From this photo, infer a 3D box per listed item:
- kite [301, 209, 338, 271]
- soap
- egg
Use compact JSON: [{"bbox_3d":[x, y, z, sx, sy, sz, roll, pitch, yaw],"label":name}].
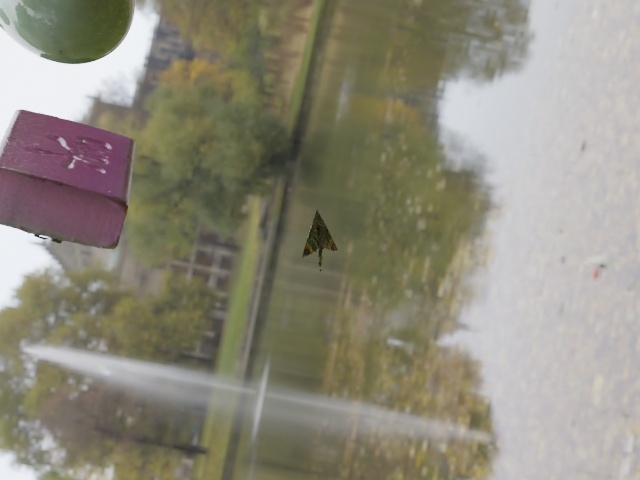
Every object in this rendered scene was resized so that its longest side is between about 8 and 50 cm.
[{"bbox_3d":[0.000,0.000,1.758,0.122,0.004,0.090,2,-94,-64],"label":"kite"},{"bbox_3d":[-0.344,-0.087,1.621,0.259,0.181,0.081,-101,28,-66],"label":"soap"},{"bbox_3d":[-0.289,-0.278,1.320,0.149,0.192,0.149,-47,-7,-8],"label":"egg"}]
